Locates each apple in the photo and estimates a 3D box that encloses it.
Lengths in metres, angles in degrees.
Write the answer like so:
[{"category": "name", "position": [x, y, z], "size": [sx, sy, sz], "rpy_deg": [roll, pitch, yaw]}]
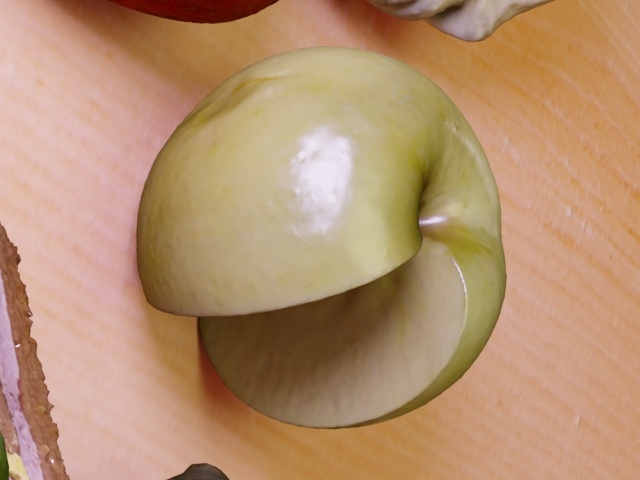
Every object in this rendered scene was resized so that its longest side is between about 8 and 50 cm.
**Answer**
[{"category": "apple", "position": [0.000, 0.000, 1.080], "size": [0.292, 0.254, 0.292], "rpy_deg": [11, 76, -51]}]

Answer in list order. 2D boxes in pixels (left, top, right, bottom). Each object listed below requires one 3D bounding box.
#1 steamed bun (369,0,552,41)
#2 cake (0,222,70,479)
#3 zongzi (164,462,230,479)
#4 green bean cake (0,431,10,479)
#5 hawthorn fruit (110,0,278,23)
[{"category": "steamed bun", "position": [0.124, -0.381, 1.300], "size": [0.352, 0.247, 0.339], "rpy_deg": [-36, 129, -8]}, {"category": "cake", "position": [-0.224, 0.079, 0.884], "size": [0.116, 0.113, 0.295], "rpy_deg": [48, 27, -49]}, {"category": "zongzi", "position": [-0.166, 0.331, 0.952], "size": [0.318, 0.154, 0.289], "rpy_deg": [-15, 102, -26]}, {"category": "green bean cake", "position": [-0.285, 0.146, 0.701], "size": [0.156, 0.250, 0.247], "rpy_deg": [-15, 87, -80]}, {"category": "hawthorn fruit", "position": [-0.123, -0.301, 1.006], "size": [0.307, 0.265, 0.265], "rpy_deg": [16, 70, -24]}]
